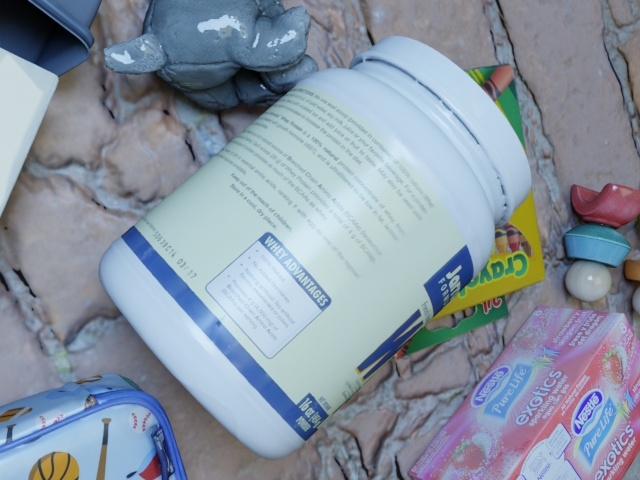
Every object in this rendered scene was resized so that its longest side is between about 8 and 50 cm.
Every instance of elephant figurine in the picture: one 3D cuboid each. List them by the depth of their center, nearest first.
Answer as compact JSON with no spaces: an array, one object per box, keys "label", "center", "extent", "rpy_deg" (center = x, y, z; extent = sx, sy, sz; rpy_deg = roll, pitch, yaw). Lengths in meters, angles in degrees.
[{"label":"elephant figurine","center":[-0.090,-0.256,0.697],"extent":[0.169,0.186,0.239],"rpy_deg":[-7,81,12]}]

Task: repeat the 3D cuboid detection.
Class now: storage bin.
[{"label":"storage bin","center":[-0.236,-0.200,0.604],"extent":[0.098,0.135,0.091],"rpy_deg":[36,61,-35]}]

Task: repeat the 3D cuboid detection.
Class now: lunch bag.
[{"label":"lunch bag","center":[-0.240,0.261,0.611],"extent":[0.303,0.115,0.243],"rpy_deg":[-17,101,-29]}]

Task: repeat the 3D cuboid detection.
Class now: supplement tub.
[{"label":"supplement tub","center":[0.000,0.000,0.649],"extent":[0.325,0.235,0.235],"rpy_deg":[-42,111,-9]}]

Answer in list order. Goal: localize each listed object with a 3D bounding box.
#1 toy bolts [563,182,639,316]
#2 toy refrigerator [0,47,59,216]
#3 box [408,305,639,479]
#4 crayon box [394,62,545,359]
[{"label":"toy bolts","center":[0.443,0.026,0.986],"extent":[0.228,0.218,0.158],"rpy_deg":[15,88,-12]},{"label":"toy refrigerator","center":[-0.308,-0.021,0.574],"extent":[0.094,0.102,0.269],"rpy_deg":[24,78,-29]},{"label":"box","center":[0.272,0.236,0.900],"extent":[0.300,0.142,0.154],"rpy_deg":[-46,112,-23]},{"label":"crayon box","center":[0.155,-0.035,0.866],"extent":[0.202,0.081,0.318],"rpy_deg":[-16,99,-31]}]
